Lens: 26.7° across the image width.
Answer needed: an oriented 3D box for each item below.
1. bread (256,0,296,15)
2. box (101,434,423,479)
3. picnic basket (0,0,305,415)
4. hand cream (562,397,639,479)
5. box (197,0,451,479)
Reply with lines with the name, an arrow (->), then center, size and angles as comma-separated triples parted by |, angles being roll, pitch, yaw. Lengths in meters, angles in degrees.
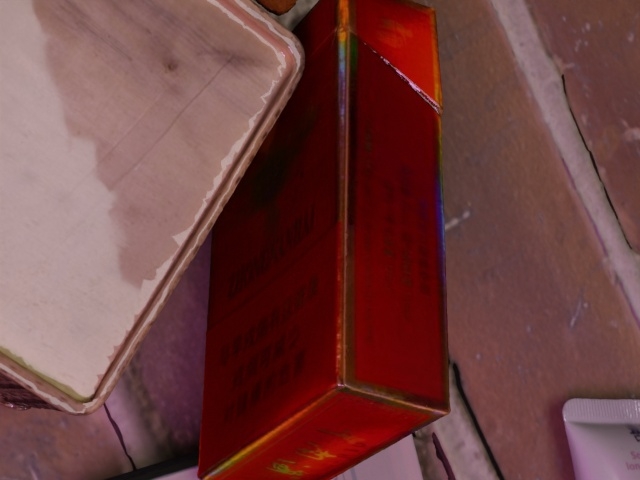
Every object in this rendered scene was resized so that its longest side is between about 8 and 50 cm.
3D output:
bread -> -0.105, -0.330, 0.956 | 0.380, 0.109, 0.185 | 57, 14, 28
box -> -0.045, 0.211, 1.004 | 0.269, 0.079, 0.135 | -13, 89, -29
picnic basket -> -0.187, -0.063, 0.915 | 0.228, 0.175, 0.313 | 37, 71, -20
hand cream -> 0.302, 0.315, 1.176 | 0.185, 0.118, 0.359 | 3, 74, -25
box -> 0.000, 0.000, 0.944 | 0.089, 0.197, 0.313 | 15, 58, -25
